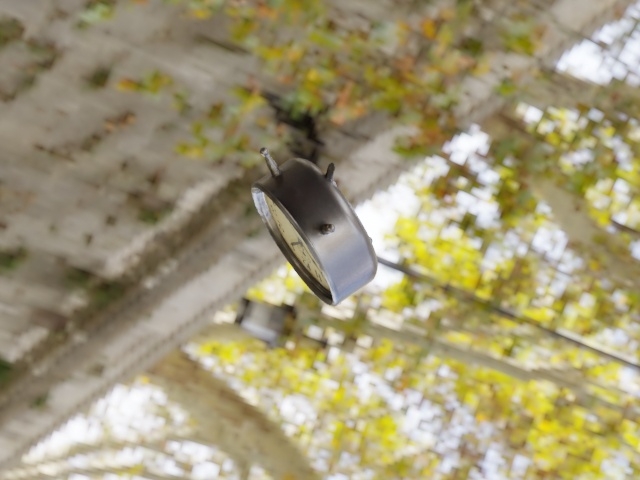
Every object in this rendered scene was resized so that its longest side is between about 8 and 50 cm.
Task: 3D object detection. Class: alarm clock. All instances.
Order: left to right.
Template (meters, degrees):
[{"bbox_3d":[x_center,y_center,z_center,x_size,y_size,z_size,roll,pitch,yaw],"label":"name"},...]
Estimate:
[{"bbox_3d":[0.000,0.000,1.570,0.064,0.192,0.129,-33,-120,-14],"label":"alarm clock"}]
